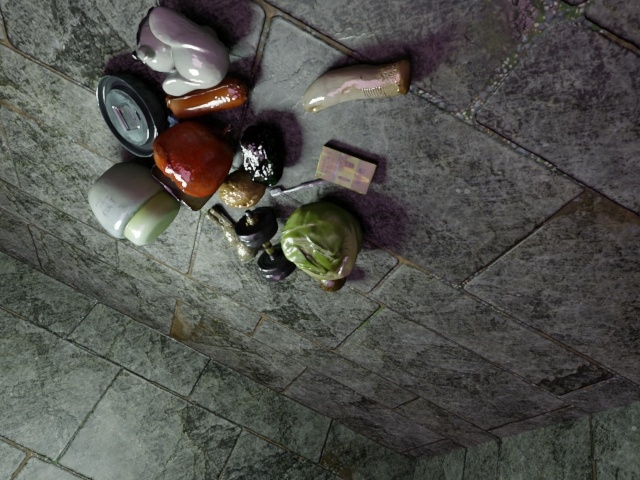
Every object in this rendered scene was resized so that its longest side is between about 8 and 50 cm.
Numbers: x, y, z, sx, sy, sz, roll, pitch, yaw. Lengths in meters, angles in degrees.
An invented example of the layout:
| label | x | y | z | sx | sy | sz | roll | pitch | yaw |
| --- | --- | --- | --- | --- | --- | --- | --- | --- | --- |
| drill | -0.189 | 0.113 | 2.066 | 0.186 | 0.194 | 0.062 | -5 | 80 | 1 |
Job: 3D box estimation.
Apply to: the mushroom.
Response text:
| label | x | y | z | sx | sy | sz | roll | pitch | yaw |
| --- | --- | --- | --- | --- | --- | --- | --- | --- | --- |
| mushroom | 0.094 | -0.439 | 1.233 | 0.351 | 0.094 | 0.123 | -2 | 151 | 31 |

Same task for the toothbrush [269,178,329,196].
| label | x | y | z | sx | sy | sz | roll | pitch | yaw |
| --- | --- | --- | --- | --- | --- | --- | --- | --- | --- |
| toothbrush | -0.055 | -0.212 | 1.611 | 0.354 | 0.024 | 0.029 | -8 | 131 | 34 |

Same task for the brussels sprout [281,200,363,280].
| label | x | y | z | sx | sy | sz | roll | pitch | yaw |
| --- | --- | --- | --- | --- | --- | --- | --- | --- | --- |
| brussels sprout | 0.000 | 0.000 | 1.652 | 0.328 | 0.247 | 0.328 | 16 | 138 | 16 |

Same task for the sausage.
| label | x | y | z | sx | sy | sz | roll | pitch | yaw |
| --- | --- | --- | --- | --- | --- | --- | --- | --- | --- |
| sausage | -0.377 | -0.477 | 1.433 | 0.331 | 0.102 | 0.102 | -1 | 134 | 28 |

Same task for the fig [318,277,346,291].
| label | x | y | z | sx | sy | sz | roll | pitch | yaw |
| --- | --- | --- | --- | --- | --- | --- | --- | --- | --- |
| fig | 0.034 | 0.187 | 1.951 | 0.124 | 0.124 | 0.236 | 29 | 153 | -5 |

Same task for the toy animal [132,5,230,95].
| label | x | y | z | sx | sy | sz | roll | pitch | yaw |
| --- | --- | --- | --- | --- | --- | --- | --- | --- | --- |
| toy animal | -0.419 | -0.574 | 1.285 | 0.289 | 0.174 | 0.249 | -1 | 135 | 30 |

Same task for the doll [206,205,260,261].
| label | x | y | z | sx | sy | sz | roll | pitch | yaw |
| --- | --- | --- | --- | --- | --- | --- | --- | --- | --- |
| doll | -0.404 | -0.024 | 1.956 | 0.286 | 0.091 | 0.202 | 23 | 108 | -14 |

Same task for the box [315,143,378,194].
| label | x | y | z | sx | sy | sz | roll | pitch | yaw |
| --- | --- | --- | --- | --- | --- | --- | --- | --- | --- |
| box | 0.088 | -0.245 | 1.475 | 0.193 | 0.030 | 0.121 | 21 | 126 | 6 |

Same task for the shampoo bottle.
| label | x | y | z | sx | sy | sz | roll | pitch | yaw |
| --- | --- | --- | --- | --- | --- | --- | --- | --- | --- |
| shampoo bottle | -0.790 | -0.163 | 1.821 | 0.317 | 0.322 | 0.322 | 42 | 139 | -2 |

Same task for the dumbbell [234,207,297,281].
| label | x | y | z | sx | sy | sz | roll | pitch | yaw |
| --- | --- | --- | --- | --- | --- | --- | --- | --- | --- |
| dumbbell | -0.227 | 0.021 | 1.834 | 0.185 | 0.185 | 0.388 | -2 | 133 | 29 |

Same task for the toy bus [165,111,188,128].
| label | x | y | z | sx | sy | sz | roll | pitch | yaw |
| --- | --- | --- | --- | --- | --- | --- | --- | --- | --- |
| toy bus | -0.541 | -0.426 | 1.602 | 0.075 | 0.060 | 0.123 | 34 | 141 | -12 |

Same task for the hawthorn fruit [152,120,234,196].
| label | x | y | z | sx | sy | sz | roll | pitch | yaw |
| --- | --- | --- | --- | --- | --- | --- | --- | --- | --- |
| hawthorn fruit | -0.427 | -0.312 | 1.538 | 0.308 | 0.276 | 0.276 | -33 | 119 | 9 |

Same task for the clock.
| label | x | y | z | sx | sy | sz | roll | pitch | yaw |
| --- | --- | --- | --- | --- | --- | --- | --- | --- | --- |
| clock | -0.699 | -0.464 | 1.590 | 0.313 | 0.061 | 0.312 | 21 | 134 | 23 |

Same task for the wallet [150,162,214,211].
| label | x | y | z | sx | sy | sz | roll | pitch | yaw |
| --- | --- | --- | --- | --- | --- | --- | --- | --- | --- |
| wallet | -0.574 | -0.240 | 1.778 | 0.255 | 0.137 | 0.031 | 45 | 169 | -22 |

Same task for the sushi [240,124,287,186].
| label | x | y | z | sx | sy | sz | roll | pitch | yaw |
| --- | --- | --- | --- | --- | --- | --- | --- | --- | --- |
| sushi | -0.197 | -0.296 | 1.514 | 0.127 | 0.124 | 0.225 | 12 | 139 | 16 |

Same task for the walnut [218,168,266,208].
| label | x | y | z | sx | sy | sz | roll | pitch | yaw |
| --- | --- | --- | --- | --- | --- | --- | --- | --- | --- |
| walnut | -0.298 | -0.200 | 1.655 | 0.184 | 0.155 | 0.155 | -2 | 134 | 24 |
